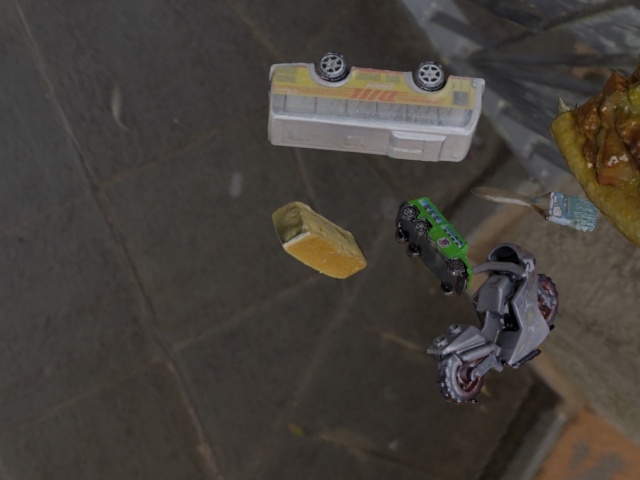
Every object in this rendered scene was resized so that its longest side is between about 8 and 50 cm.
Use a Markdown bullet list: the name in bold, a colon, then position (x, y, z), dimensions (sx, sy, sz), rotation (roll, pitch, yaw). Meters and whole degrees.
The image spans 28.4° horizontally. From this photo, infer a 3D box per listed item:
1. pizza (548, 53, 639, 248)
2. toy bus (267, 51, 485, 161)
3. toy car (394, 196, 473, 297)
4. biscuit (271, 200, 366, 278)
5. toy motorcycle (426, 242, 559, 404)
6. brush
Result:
- **pizza**: position (0.261, -0.067, 0.901), dimensions (0.058, 0.292, 0.197), rotation (-17, 127, -27)
- **toy bus**: position (0.067, -0.161, 1.566), dimensions (0.268, 0.106, 0.092), rotation (5, 153, -1)
- **toy car**: position (0.176, 0.009, 1.901), dimensions (0.062, 0.165, 0.071), rotation (-25, 150, -24)
- **biscuit**: position (0.000, 0.000, 1.539), dimensions (0.052, 0.056, 0.188), rotation (-27, 158, 15)
- **toy motorcycle**: position (0.194, 0.084, 1.396), dimensions (0.215, 0.080, 0.122), rotation (-37, 113, -36)
- **brush**: position (0.325, -0.056, 1.939), dimensions (0.196, 0.070, 0.021), rotation (12, 134, 5)
